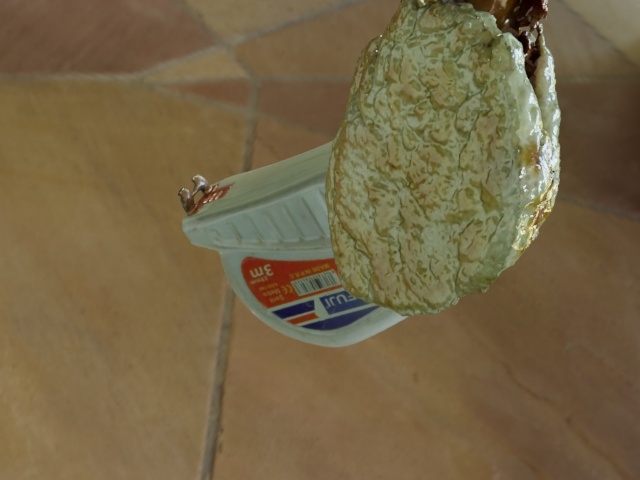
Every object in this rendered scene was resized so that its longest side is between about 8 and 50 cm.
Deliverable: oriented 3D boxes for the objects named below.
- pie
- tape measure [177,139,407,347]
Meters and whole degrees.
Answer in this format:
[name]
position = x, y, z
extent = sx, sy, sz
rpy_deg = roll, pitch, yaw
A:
[pie]
position = 0.085, -0.070, 0.963
extent = 0.105, 0.274, 0.257
rpy_deg = 6, 69, -29
[tape measure]
position = -0.001, -0.001, 1.422
extent = 0.246, 0.243, 0.125
rpy_deg = 59, 35, -23
